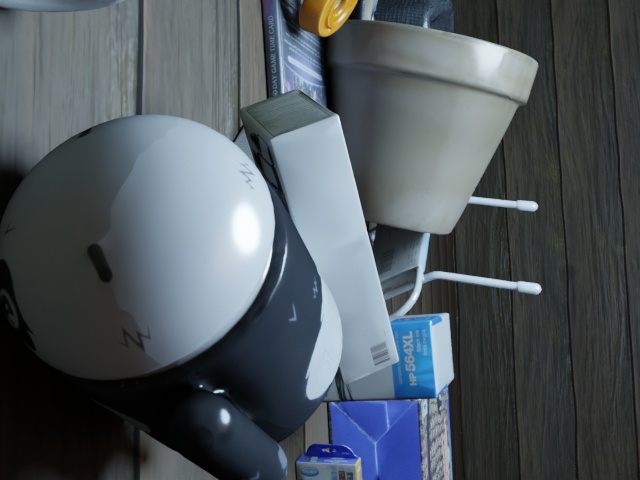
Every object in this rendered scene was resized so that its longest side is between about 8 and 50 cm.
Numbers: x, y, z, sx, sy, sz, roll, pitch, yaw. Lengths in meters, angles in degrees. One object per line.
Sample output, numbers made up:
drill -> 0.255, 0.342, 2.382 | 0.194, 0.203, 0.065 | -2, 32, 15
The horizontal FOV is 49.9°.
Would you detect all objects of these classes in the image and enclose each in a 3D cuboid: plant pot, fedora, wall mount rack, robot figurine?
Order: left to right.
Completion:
robot figurine -> -0.087, 0.045, 0.462 | 0.173, 0.209, 0.278 | -60, 150, -22
fedora -> 0.174, -0.389, 1.334 | 0.334, 0.153, 0.334 | 7, 90, -70
plant pot -> 0.141, -0.166, 1.076 | 0.323, 0.323, 0.280 | -16, 120, -72
wall mount rack -> 0.208, 0.024, 1.184 | 0.130, 0.304, 0.350 | 45, 38, -26

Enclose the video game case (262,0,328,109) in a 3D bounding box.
video game case -> -0.029, -0.226, 0.933 | 0.196, 0.026, 0.274 | -8, 95, -73

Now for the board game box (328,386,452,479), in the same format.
board game box -> 0.124, 0.336, 1.127 | 0.291, 0.141, 0.232 | -5, 92, -72

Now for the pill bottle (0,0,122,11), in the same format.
pill bottle -> -0.160, -0.230, 0.380 | 0.103, 0.103, 0.184 | -20, 106, -72

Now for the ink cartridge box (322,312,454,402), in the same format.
ink cartridge box -> 0.043, 0.135, 0.803 | 0.148, 0.203, 0.085 | 7, 78, -73

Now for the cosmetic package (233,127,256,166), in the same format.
cosmetic package -> -0.052, -0.041, 0.730 | 0.231, 0.086, 0.117 | -73, 153, -52

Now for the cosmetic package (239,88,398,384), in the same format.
cosmetic package -> 0.000, 0.000, 0.591 | 0.099, 0.060, 0.239 | -127, -162, -60

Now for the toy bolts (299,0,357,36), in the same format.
toy bolts -> -0.025, -0.375, 0.806 | 0.218, 0.158, 0.228 | -57, 167, 23

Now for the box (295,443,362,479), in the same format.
box -> 0.013, 0.328, 0.874 | 0.028, 0.081, 0.136 | -24, 109, -71
